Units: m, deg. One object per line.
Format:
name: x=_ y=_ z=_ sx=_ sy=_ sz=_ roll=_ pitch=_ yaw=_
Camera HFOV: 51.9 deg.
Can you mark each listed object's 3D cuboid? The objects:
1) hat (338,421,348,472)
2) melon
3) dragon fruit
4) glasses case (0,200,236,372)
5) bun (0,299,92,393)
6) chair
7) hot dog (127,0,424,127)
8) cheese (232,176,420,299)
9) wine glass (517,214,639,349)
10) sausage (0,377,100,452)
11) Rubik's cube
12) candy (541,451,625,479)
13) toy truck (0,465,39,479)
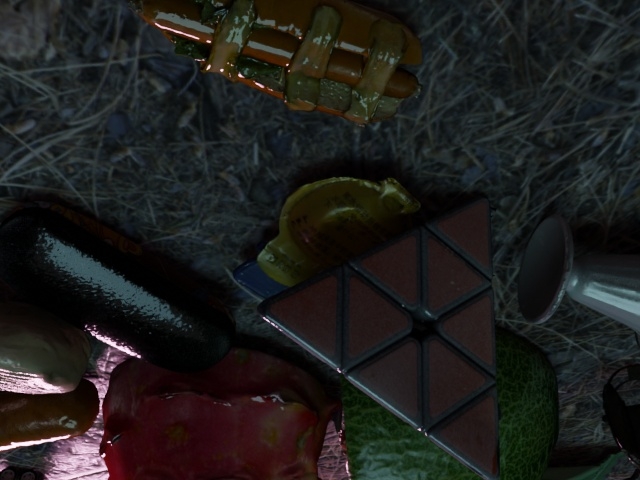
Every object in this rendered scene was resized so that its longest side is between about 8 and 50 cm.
hat: x=0.140 y=0.368 z=1.122 sx=0.236 sy=0.107 sz=0.286 roll=-41 pitch=129 yaw=16
melon: x=0.196 y=0.254 z=0.961 sx=0.343 sy=0.331 sz=0.226 roll=-7 pitch=172 yaw=-3
dragon fruit: x=-0.160 y=0.332 z=1.006 sx=0.386 sy=0.249 sz=0.371 roll=-1 pitch=141 yaw=5
glasses case: x=-0.250 y=0.067 z=0.822 sx=0.321 sy=0.082 sz=0.122 roll=36 pitch=116 yaw=-25
bun: x=-0.417 y=0.138 z=0.882 sx=0.209 sy=0.116 sz=0.237 roll=16 pitch=158 yaw=-25
chair: x=0.506 y=0.286 z=0.997 sx=0.149 sy=0.174 sz=0.213 roll=-16 pitch=145 yaw=22
hot dog: x=-0.031 y=-0.175 z=0.583 sx=0.269 sy=0.072 sz=0.109 roll=13 pitch=133 yaw=-15
cheese: x=0.000 y=0.000 z=0.768 sx=0.250 sy=0.064 sz=0.156 roll=-32 pitch=128 yaw=28
wine glass: x=0.345 y=0.054 z=0.764 sx=0.196 sy=0.165 sz=0.165 roll=12 pitch=136 yaw=-2
sausage: x=-0.471 y=0.281 z=1.048 sx=0.270 sy=0.109 sz=0.109 roll=-17 pitch=134 yaw=19
Rubik's cube: x=0.081 y=0.100 z=0.733 sx=0.233 sy=0.229 sz=0.228 roll=-1 pitch=119 yaw=11
candy: x=0.359 y=0.495 z=1.221 sx=0.397 sy=0.172 sz=0.263 roll=-2 pitch=142 yaw=-15
toy truck: x=-0.643 y=0.515 z=1.279 sx=0.216 sy=0.116 sz=0.110 roll=9 pitch=136 yaw=-9
